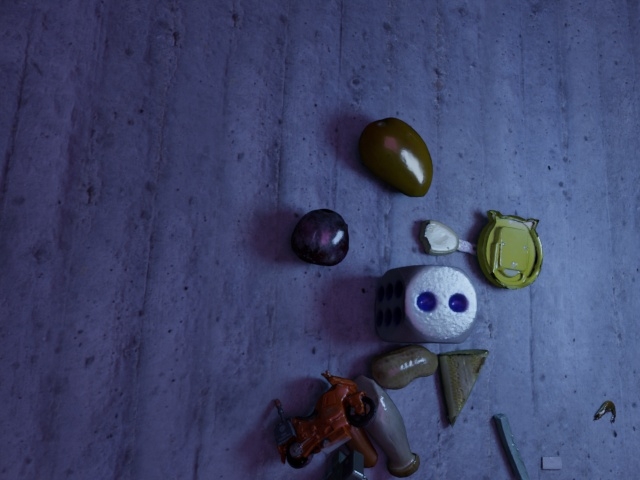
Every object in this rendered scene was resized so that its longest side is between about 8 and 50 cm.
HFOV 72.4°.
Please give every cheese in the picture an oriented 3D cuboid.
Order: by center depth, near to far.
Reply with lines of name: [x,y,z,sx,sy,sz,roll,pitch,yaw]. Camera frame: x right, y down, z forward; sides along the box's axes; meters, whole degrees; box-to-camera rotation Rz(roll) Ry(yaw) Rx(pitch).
cheese: [0.481,0.011,1.601,0.256,0.050,0.127,16,78,-12]

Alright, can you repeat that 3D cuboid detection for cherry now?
cherry: [0.001,-0.011,1.413,0.195,0.195,0.194,2,81,-15]

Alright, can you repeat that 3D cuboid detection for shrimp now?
shrimp: [1.102,0.673,1.684,0.114,0.023,0.083,-31,93,-21]

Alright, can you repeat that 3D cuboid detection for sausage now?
sausage: [0.116,0.638,1.399,0.076,0.076,0.197,-30,91,-17]

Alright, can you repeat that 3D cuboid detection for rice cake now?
rice cake: [0.676,0.735,1.548,0.042,0.045,0.245,-19,87,-20]

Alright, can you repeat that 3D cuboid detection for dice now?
dice: [0.334,0.215,1.428,0.252,0.259,0.242,4,78,-13]

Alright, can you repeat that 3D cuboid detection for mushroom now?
mushroom: [0.206,0.597,1.407,0.129,0.128,0.349,-27,93,-17]

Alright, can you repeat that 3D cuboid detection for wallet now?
wallet: [0.846,0.814,1.600,0.084,0.011,0.044,7,80,-13]

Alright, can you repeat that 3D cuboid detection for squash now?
squash: [0.516,0.508,1.507,0.170,0.093,0.251,-12,82,28]

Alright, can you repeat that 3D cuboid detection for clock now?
clock: [0.707,0.040,1.646,0.278,0.071,0.293,15,78,-17]

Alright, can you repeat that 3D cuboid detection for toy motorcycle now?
toy motorcycle: [0.001,0.531,1.332,0.326,0.221,0.147,-33,129,1]

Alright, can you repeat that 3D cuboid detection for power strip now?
power strip: [0.063,0.721,1.337,0.061,0.145,0.215,32,111,-8]

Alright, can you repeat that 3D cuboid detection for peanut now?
peanut: [0.283,0.417,1.455,0.254,0.122,0.137,-15,128,-17]

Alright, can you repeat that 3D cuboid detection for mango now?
mango: [0.274,-0.291,1.533,0.317,0.173,0.211,45,74,-12]
